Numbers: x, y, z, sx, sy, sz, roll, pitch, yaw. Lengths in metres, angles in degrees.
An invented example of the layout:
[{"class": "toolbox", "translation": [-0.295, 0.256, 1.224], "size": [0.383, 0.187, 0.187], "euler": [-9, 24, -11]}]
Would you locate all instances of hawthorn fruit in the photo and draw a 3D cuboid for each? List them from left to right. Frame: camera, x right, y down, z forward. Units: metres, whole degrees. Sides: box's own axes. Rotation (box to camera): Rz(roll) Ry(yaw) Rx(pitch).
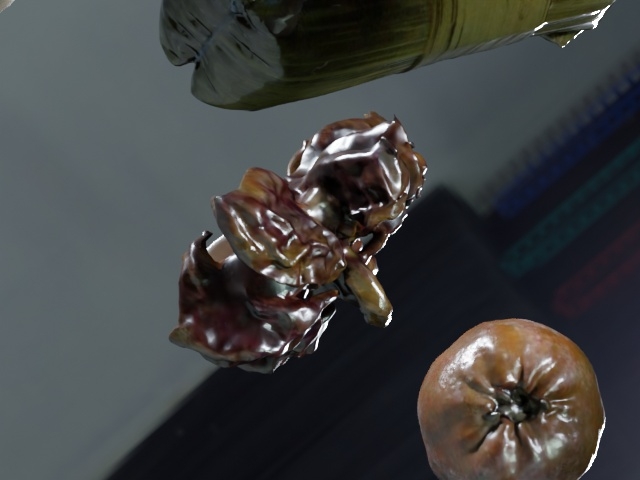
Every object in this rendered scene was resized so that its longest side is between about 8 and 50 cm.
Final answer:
[{"class": "hawthorn fruit", "translation": [0.065, 0.064, 0.650], "size": [0.067, 0.067, 0.103], "euler": [50, -8, 5]}]

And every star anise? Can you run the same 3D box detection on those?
[{"class": "star anise", "translation": [0.000, 0.000, 1.153], "size": [0.126, 0.220, 0.190], "euler": [33, -43, 18]}]

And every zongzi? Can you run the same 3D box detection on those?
[{"class": "zongzi", "translation": [0.011, -0.232, 0.992], "size": [0.138, 0.286, 0.300], "euler": [-42, -111, 58]}]

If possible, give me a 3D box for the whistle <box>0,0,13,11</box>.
[{"class": "whistle", "translation": [-0.176, -0.104, 0.545], "size": [0.220, 0.057, 0.107], "euler": [7, -21, 10]}]
